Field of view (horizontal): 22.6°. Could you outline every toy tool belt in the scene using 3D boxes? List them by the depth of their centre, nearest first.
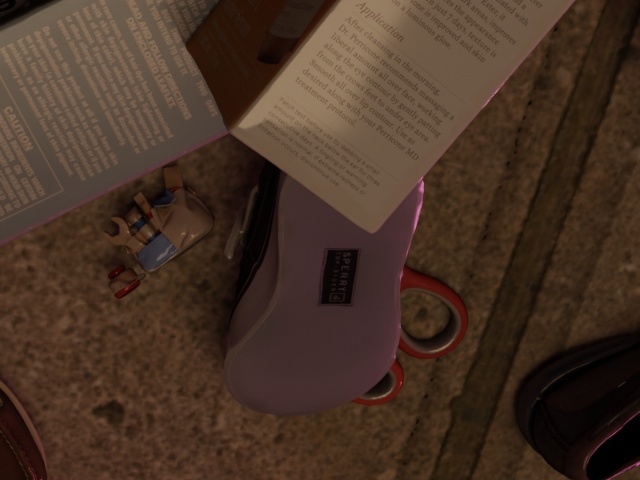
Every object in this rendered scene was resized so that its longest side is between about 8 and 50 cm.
[{"bbox_3d":[-0.112,-0.006,1.030,0.083,0.052,0.051,-37,87,0],"label":"toy tool belt"}]

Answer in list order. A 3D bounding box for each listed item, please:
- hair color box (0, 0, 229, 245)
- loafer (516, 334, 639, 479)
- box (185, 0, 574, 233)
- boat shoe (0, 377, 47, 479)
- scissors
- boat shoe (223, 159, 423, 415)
[{"bbox_3d":[-0.099,-0.128,0.894,0.374,0.185,0.114,-26,117,-3],"label":"hair color box"},{"bbox_3d":[0.295,0.096,1.153,0.302,0.095,0.109,-24,118,-3],"label":"loafer"},{"bbox_3d":[0.031,-0.113,0.756,0.091,0.130,0.170,36,100,-25],"label":"box"},{"bbox_3d":[-0.266,0.102,1.005,0.095,0.095,0.257,-38,118,4],"label":"boat shoe"},{"bbox_3d":[0.010,-0.014,1.068,0.109,0.021,0.297,-27,120,0],"label":"scissors"},{"bbox_3d":[-0.004,0.000,0.999,0.113,0.105,0.306,0,143,-4],"label":"boat shoe"}]
